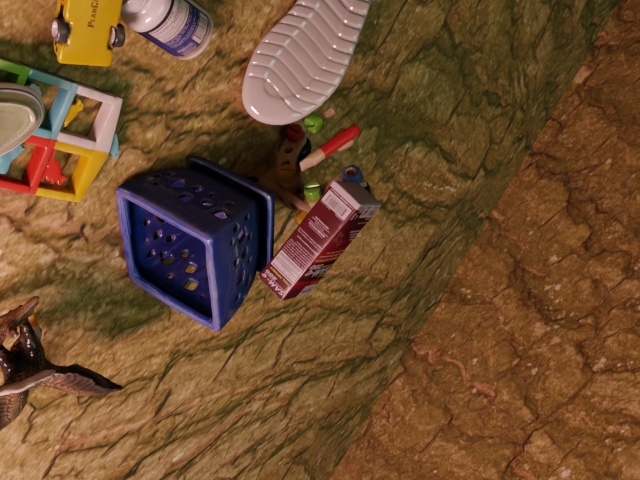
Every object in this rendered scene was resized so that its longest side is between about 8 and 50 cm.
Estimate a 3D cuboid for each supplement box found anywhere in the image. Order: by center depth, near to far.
[{"bbox_3d":[0.000,0.000,1.482,0.239,0.073,0.130,-51,164,17],"label":"supplement box"}]

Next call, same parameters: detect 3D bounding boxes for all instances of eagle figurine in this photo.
[{"bbox_3d":[-0.487,0.227,1.321,0.298,0.226,0.225,81,29,-41],"label":"eagle figurine"}]

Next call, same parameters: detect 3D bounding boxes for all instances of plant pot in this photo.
[{"bbox_3d":[-0.216,-0.012,1.459,0.212,0.236,0.236,-40,146,-39],"label":"plant pot"}]

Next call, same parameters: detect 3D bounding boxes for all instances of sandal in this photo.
[{"bbox_3d":[-0.005,-0.402,1.523,0.416,0.169,0.102,-58,-171,-2],"label":"sandal"}]

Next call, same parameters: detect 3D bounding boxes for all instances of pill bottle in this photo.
[{"bbox_3d":[-0.253,-0.360,1.223,0.094,0.094,0.169,-60,149,3],"label":"pill bottle"}]

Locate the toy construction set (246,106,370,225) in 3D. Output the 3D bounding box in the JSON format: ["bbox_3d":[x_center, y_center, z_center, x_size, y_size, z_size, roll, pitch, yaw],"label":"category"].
[{"bbox_3d":[-0.048,-0.109,1.571,0.237,0.257,0.309,-36,168,-19],"label":"toy construction set"}]

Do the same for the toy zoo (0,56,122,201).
[{"bbox_3d":[-0.426,-0.163,1.211,0.293,0.030,0.192,11,107,-57],"label":"toy zoo"}]

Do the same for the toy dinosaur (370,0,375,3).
[{"bbox_3d":[-0.016,-0.505,1.418,0.268,0.064,0.118,-1,116,-21],"label":"toy dinosaur"}]

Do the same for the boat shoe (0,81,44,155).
[{"bbox_3d":[-0.503,-0.124,1.030,0.302,0.094,0.109,-28,131,-28],"label":"boat shoe"}]

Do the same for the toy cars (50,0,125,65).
[{"bbox_3d":[-0.365,-0.411,1.033,0.176,0.087,0.394,-38,141,-10],"label":"toy cars"}]
